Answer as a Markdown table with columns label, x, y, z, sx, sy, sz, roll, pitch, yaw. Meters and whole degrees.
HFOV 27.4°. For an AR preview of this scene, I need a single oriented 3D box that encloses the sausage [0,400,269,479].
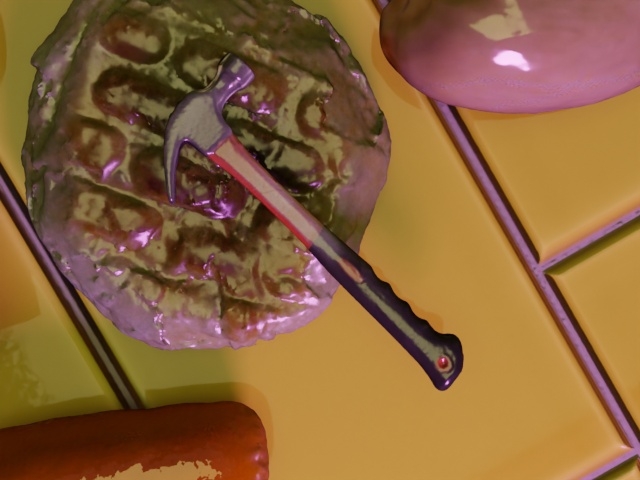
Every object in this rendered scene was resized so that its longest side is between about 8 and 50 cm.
| label | x | y | z | sx | sy | sz | roll | pitch | yaw |
| --- | --- | --- | --- | --- | --- | --- | --- | --- | --- |
| sausage | -0.157 | 0.180 | 1.009 | 0.238 | 0.098 | 0.098 | -7 | 93 | -1 |

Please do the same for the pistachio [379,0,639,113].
| label | x | y | z | sx | sy | sz | roll | pitch | yaw |
| --- | --- | --- | --- | --- | --- | --- | --- | --- | --- |
| pistachio | 0.151 | -0.156 | 0.973 | 0.215 | 0.144 | 0.144 | 3 | 93 | -6 |

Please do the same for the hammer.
| label | x | y | z | sx | sy | sz | roll | pitch | yaw |
| --- | --- | --- | --- | --- | --- | --- | --- | --- | --- |
| hammer | 0.000 | 0.000 | 0.964 | 0.287 | 0.033 | 0.111 | 43 | 88 | -5 |

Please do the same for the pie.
| label | x | y | z | sx | sy | sz | roll | pitch | yaw |
| --- | --- | --- | --- | --- | --- | --- | --- | --- | --- |
| pie | -0.088 | -0.061 | 1.006 | 0.306 | 0.071 | 0.306 | 0 | 94 | -1 |
